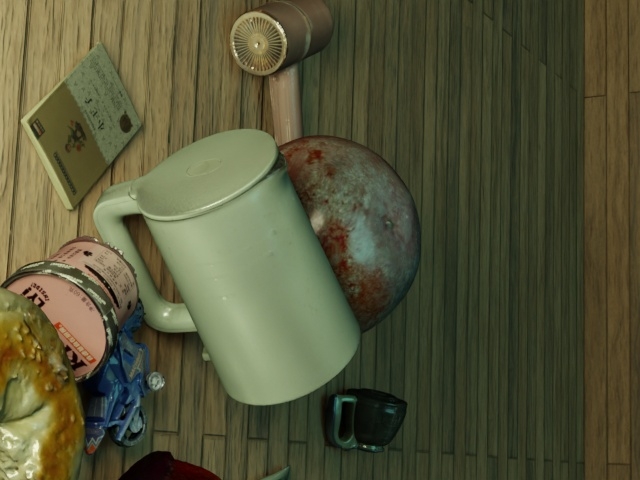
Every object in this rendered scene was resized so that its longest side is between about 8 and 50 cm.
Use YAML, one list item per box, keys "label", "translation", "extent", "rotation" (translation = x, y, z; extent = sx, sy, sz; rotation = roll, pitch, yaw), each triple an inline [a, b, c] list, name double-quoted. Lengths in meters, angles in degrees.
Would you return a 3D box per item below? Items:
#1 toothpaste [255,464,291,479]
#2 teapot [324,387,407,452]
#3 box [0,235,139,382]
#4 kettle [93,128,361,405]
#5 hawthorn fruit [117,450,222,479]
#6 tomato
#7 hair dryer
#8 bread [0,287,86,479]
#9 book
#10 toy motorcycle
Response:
- label: "toothpaste"
  translation: [-0.097, 0.390, 2.031]
  extent: [0.218, 0.041, 0.064]
  rotation: [1, 97, -64]
- label: "teapot"
  translation: [0.082, 0.316, 2.297]
  extent: [0.149, 0.111, 0.108]
  rotation: [10, 92, -66]
- label: "box"
  translation: [-0.295, 0.075, 1.592]
  extent: [0.135, 0.151, 0.151]
  rotation: [-55, 134, -60]
- label: "kettle"
  translation: [-0.114, 0.032, 1.760]
  extent: [0.205, 0.265, 0.318]
  rotation: [-43, 126, -29]
- label: "hawthorn fruit"
  translation: [-0.184, 0.403, 1.715]
  extent: [0.249, 0.215, 0.215]
  rotation: [57, 40, -52]
- label: "tomato"
  translation: [0.000, 0.000, 2.018]
  extent: [0.317, 0.282, 0.316]
  rotation: [11, 75, -48]
- label: "hair dryer"
  translation: [-0.051, -0.217, 2.146]
  extent: [0.189, 0.107, 0.344]
  rotation: [-38, 129, -59]
- label: "bread"
  translation: [-0.364, 0.154, 1.424]
  extent: [0.192, 0.171, 0.314]
  rotation: [-71, 146, -41]
- label: "book"
  translation: [-0.306, -0.152, 1.725]
  extent: [0.198, 0.016, 0.138]
  rotation: [-60, 137, -45]
- label: "toy motorcycle"
  translation: [-0.267, 0.169, 1.711]
  extent: [0.114, 0.076, 0.205]
  rotation: [1, 88, -53]
